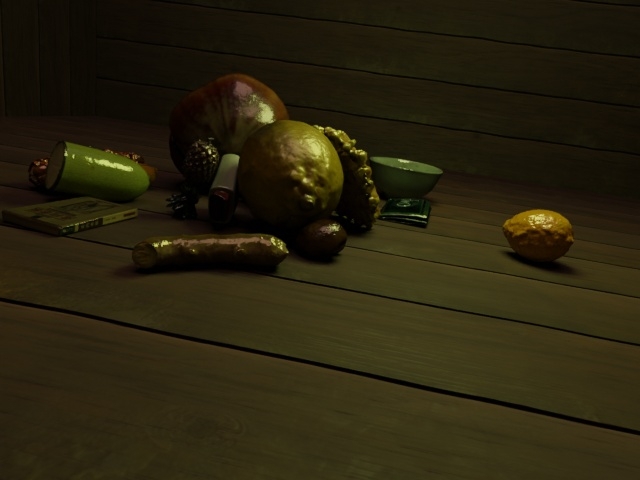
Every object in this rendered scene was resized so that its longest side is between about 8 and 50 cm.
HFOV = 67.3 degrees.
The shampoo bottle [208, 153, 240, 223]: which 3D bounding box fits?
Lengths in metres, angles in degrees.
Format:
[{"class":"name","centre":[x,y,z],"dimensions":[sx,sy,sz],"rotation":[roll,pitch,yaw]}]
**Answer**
[{"class":"shampoo bottle","centre":[-0.242,-0.112,1.206],"dimensions":[0.071,0.153,0.284],"rotation":[7,22,-9]}]

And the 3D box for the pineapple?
[{"class":"pineapple","centre":[-0.318,-0.159,1.213],"dimensions":[0.083,0.221,0.103],"rotation":[16,17,-36]}]

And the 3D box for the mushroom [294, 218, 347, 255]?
[{"class":"mushroom","centre":[0.000,0.000,1.079],"dimensions":[0.127,0.087,0.127],"rotation":[-16,14,4]}]

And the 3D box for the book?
[{"class":"book","centre":[-0.556,-0.060,1.086],"dimensions":[0.161,0.026,0.231],"rotation":[13,17,17]}]

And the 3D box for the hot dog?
[{"class":"hot dog","centre":[-0.647,-0.208,1.389],"dimensions":[0.158,0.117,0.349],"rotation":[19,20,35]}]

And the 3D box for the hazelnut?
[{"class":"hazelnut","centre":[-0.301,-0.353,1.575],"dimensions":[0.410,0.359,0.359],"rotation":[-31,23,-4]}]

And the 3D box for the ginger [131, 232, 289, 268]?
[{"class":"ginger","centre":[-0.202,0.018,0.917],"dimensions":[0.299,0.065,0.118],"rotation":[0,4,-30]}]

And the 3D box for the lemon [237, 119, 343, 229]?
[{"class":"lemon","centre":[-0.072,-0.157,1.201],"dimensions":[0.286,0.285,0.316],"rotation":[-7,54,-42]}]

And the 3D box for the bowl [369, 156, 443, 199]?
[{"class":"bowl","centre":[0.323,-0.233,1.898],"dimensions":[0.290,0.146,0.289],"rotation":[9,17,-3]}]

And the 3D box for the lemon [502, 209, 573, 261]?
[{"class":"lemon","centre":[0.574,-0.013,1.273],"dimensions":[0.187,0.142,0.142],"rotation":[17,18,42]}]

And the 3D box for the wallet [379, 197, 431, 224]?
[{"class":"wallet","centre":[0.283,-0.101,1.597],"dimensions":[0.161,0.055,0.236],"rotation":[5,16,15]}]

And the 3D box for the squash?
[{"class":"squash","centre":[-0.567,-0.167,1.257],"dimensions":[0.247,0.132,0.133],"rotation":[12,9,-44]}]

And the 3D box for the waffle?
[{"class":"waffle","centre":[0.067,-0.180,1.345],"dimensions":[0.062,0.329,0.329],"rotation":[-32,32,-19]}]
